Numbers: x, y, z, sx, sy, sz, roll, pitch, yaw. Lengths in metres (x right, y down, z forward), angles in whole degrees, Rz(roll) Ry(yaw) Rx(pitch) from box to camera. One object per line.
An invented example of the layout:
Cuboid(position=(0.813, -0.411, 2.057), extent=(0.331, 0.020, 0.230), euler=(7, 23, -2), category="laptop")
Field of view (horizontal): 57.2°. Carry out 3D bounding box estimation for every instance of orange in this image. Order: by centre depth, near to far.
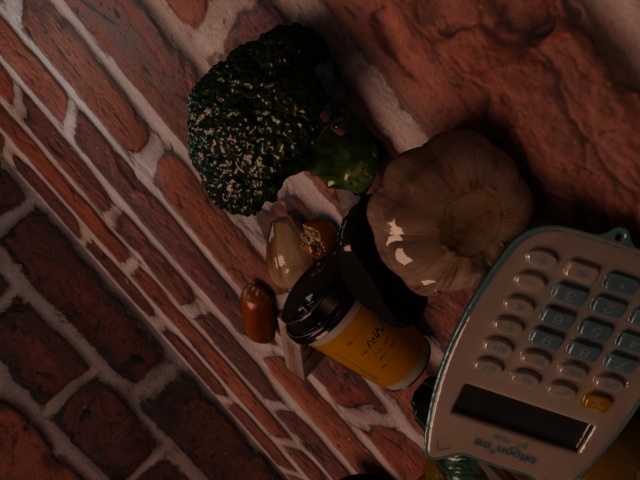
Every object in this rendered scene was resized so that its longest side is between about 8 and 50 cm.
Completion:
Cuboid(position=(0.000, 0.000, 1.151), extent=(0.062, 0.086, 0.086), euler=(-108, 1, -50), category="orange")

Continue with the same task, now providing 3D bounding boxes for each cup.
Cuboid(position=(0.074, 0.164, 1.133), extent=(0.280, 0.196, 0.196), euler=(39, 156, -21), category="cup")

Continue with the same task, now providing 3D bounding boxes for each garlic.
Cuboid(position=(0.155, -0.042, 0.796), extent=(0.218, 0.219, 0.212), euler=(57, 179, -19), category="garlic")
Cuboid(position=(-0.059, 0.050, 1.258), extent=(0.128, 0.115, 0.206), euler=(28, 150, 20), category="garlic")

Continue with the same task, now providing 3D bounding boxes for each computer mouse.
Cuboid(position=(0.096, 0.037, 0.993), extent=(0.086, 0.137, 0.269), euler=(8, 140, 42), category="computer mouse")

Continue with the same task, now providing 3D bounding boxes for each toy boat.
Cuboid(position=(0.054, -0.076, 1.040), extent=(0.063, 0.016, 0.115), euler=(21, 144, 38), category="toy boat")

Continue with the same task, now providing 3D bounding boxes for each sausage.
Cuboid(position=(-0.175, 0.211, 1.649), extent=(0.098, 0.098, 0.238), euler=(32, 148, 26), category="sausage")

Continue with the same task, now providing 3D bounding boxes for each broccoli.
Cuboid(position=(-0.048, -0.164, 0.856), extent=(0.297, 0.297, 0.297), euler=(13, 162, -23), category="broccoli")

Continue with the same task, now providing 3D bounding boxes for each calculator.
Cuboid(position=(0.292, 0.152, 0.751), extent=(0.256, 0.054, 0.386), euler=(18, 114, -1), category="calculator")

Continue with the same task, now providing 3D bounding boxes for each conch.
Cuboid(position=(0.278, 0.392, 1.170), extent=(0.196, 0.202, 0.134), euler=(1, 129, 9), category="conch")

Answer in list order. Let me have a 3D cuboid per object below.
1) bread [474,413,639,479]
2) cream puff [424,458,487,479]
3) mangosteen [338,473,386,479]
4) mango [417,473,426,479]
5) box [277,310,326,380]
Cuboid(position=(0.361, 0.336, 0.958), extent=(0.341, 0.210, 0.300), euler=(47, 154, -2), category="bread")
Cuboid(position=(0.349, 0.550, 1.301), extent=(0.244, 0.196, 0.244), euler=(8, 137, 7), category="cream puff")
Cuboid(position=(0.151, 0.918, 1.925), extent=(0.330, 0.330, 0.330), euler=(33, 149, 23), category="mangosteen")
Cuboid(position=(0.323, 0.709, 1.591), extent=(0.157, 0.109, 0.262), euler=(32, 151, 18), category="mango")
Cuboid(position=(-0.021, 0.206, 1.369), extent=(0.067, 0.149, 0.233), euler=(29, 148, 25), category="box")
